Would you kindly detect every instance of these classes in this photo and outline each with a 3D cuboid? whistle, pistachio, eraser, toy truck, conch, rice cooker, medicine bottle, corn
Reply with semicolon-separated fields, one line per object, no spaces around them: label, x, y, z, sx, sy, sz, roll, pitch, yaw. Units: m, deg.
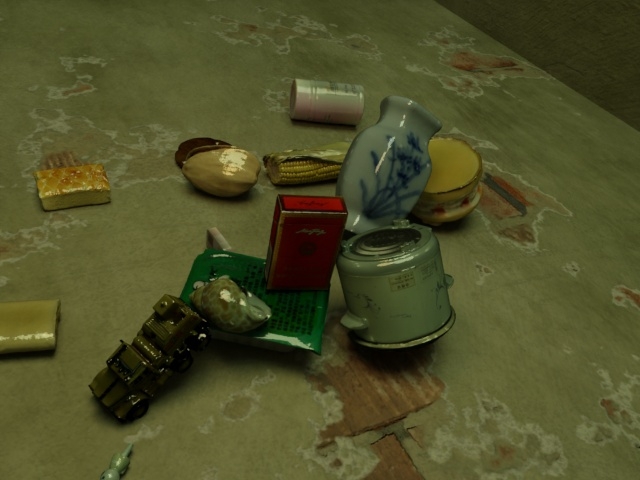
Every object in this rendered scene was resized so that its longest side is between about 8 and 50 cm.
whistle;-0.374;0.416;1.155;0.035;0.035;0.100;18;37;6
pistachio;-0.292;-0.209;1.851;0.230;0.157;0.157;7;39;0
eraser;-0.267;0.018;1.649;0.026;0.065;0.105;-16;47;-32
toy truck;-0.348;0.232;1.255;0.127;0.127;0.257;37;81;21
conch;-0.191;0.141;1.327;0.173;0.106;0.116;24;25;-12
rice cooker;0.176;0.120;1.474;0.317;0.316;0.264;-13;16;-28
medicine bottle;0.022;-0.509;2.305;0.254;0.152;0.152;3;39;-13
corn;-0.029;-0.249;1.995;0.305;0.122;0.123;-10;43;-23

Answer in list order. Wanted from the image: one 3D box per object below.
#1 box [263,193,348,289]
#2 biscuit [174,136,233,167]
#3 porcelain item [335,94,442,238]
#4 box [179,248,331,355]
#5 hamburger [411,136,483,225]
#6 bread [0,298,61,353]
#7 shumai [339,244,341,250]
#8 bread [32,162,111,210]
box;-0.037;0.008;1.416;0.153;0.239;0.074;4;42;-11
biscuit;-0.355;-0.268;1.997;0.212;0.036;0.212;8;40;-7
porcelain item;0.179;-0.187;1.755;0.243;0.405;0.179;29;-9;-34
box;-0.154;0.161;1.473;0.337;0.106;0.264;11;38;-1
hamburger;0.355;-0.179;1.958;0.303;0.186;0.261;23;55;28
bread;-0.654;0.186;1.338;0.178;0.060;0.139;-1;39;-16
shumai;-0.007;0.010;1.718;0.123;0.105;0.139;34;68;20
bread;-0.685;-0.150;1.735;0.189;0.068;0.125;-10;44;-26
